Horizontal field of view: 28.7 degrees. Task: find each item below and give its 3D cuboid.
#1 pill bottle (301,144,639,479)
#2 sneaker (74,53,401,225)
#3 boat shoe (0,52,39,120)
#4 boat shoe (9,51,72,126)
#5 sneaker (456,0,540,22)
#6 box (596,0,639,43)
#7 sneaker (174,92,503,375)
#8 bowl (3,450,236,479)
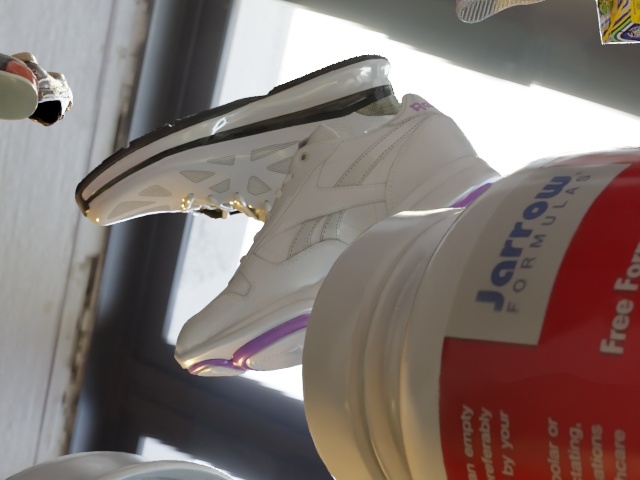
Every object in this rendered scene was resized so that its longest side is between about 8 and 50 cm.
[{"bbox_3d":[0.185,0.069,0.543,0.229,0.229,0.407,-5,-177,-40],"label":"pill bottle"},{"bbox_3d":[-0.080,-0.047,1.613,0.447,0.257,0.169,-21,178,5],"label":"sneaker"},{"bbox_3d":[-0.251,-0.116,0.820,0.137,0.049,0.043,15,-149,-26],"label":"boat shoe"},{"bbox_3d":[-0.366,-0.183,1.630,0.073,0.073,0.207,62,-177,6],"label":"boat shoe"},{"bbox_3d":[0.217,-0.304,1.439,0.051,0.134,0.070,40,-136,-43],"label":"sneaker"},{"bbox_3d":[0.297,-0.241,1.134,0.054,0.059,0.169,-3,163,-2],"label":"box"},{"bbox_3d":[0.000,0.000,1.037,0.152,0.305,0.114,59,-171,25],"label":"sneaker"},{"bbox_3d":[-0.184,0.259,0.853,0.298,0.298,0.134,-9,-154,-45],"label":"bowl"}]
